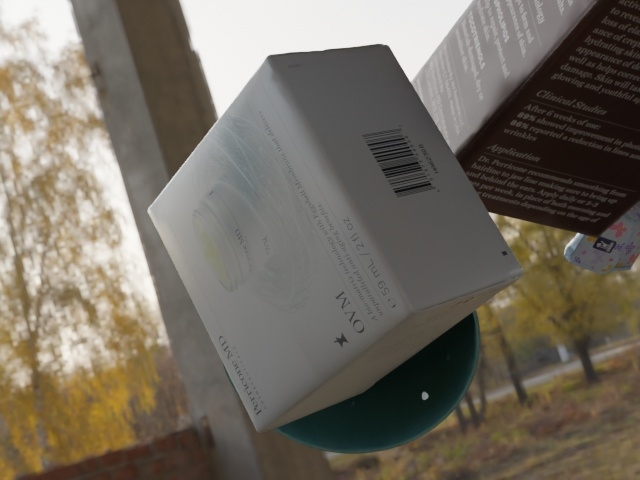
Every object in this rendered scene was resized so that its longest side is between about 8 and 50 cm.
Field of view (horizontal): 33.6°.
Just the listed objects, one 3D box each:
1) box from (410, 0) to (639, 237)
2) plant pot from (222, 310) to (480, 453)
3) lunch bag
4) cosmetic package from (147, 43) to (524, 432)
[{"bbox_3d":[0.243,-0.172,0.819,0.191,0.143,0.381,12,-37,-25],"label":"box"},{"bbox_3d":[0.039,0.069,1.279,0.293,0.293,0.235,-19,19,12],"label":"plant pot"},{"bbox_3d":[0.287,-0.006,1.049,0.083,0.053,0.071,0,-51,-37],"label":"lunch bag"},{"bbox_3d":[0.000,0.000,0.863,0.138,0.224,0.225,-15,-21,-41],"label":"cosmetic package"}]
